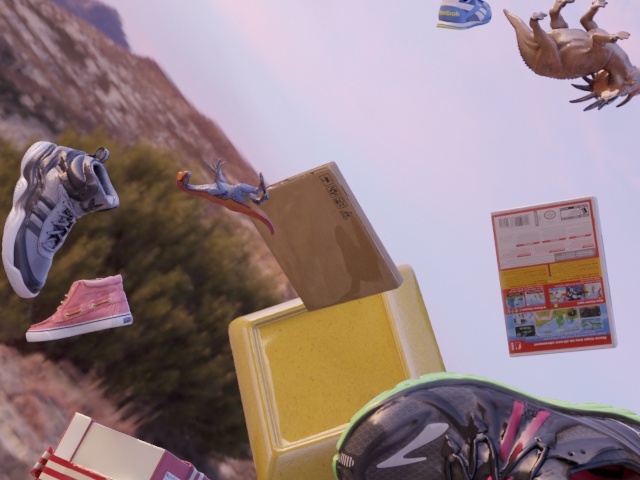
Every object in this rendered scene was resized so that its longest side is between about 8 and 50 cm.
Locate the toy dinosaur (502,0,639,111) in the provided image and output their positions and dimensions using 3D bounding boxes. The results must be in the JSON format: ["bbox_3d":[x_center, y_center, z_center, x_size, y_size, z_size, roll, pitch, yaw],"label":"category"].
[{"bbox_3d":[0.467,-0.338,1.796,0.295,0.127,0.200,15,-44,16],"label":"toy dinosaur"}]

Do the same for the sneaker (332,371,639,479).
[{"bbox_3d":[0.258,0.302,1.295,0.202,0.482,0.185,-89,-177,-69],"label":"sneaker"}]

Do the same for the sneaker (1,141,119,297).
[{"bbox_3d":[-0.419,-0.038,1.573,0.101,0.153,0.269,54,38,-66],"label":"sneaker"}]

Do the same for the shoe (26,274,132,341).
[{"bbox_3d":[-0.377,0.105,1.488,0.063,0.178,0.081,-3,81,-74],"label":"shoe"}]

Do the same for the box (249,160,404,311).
[{"bbox_3d":[0.000,0.000,1.342,0.164,0.021,0.201,-18,-66,34],"label":"box"}]

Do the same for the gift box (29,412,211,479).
[{"bbox_3d":[-0.366,0.473,1.663,0.258,0.276,0.255,12,-29,34],"label":"gift box"}]

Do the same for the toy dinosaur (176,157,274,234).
[{"bbox_3d":[-0.092,-0.045,0.904,0.047,0.082,0.090,76,3,-74],"label":"toy dinosaur"}]

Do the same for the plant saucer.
[{"bbox_3d":[0.022,0.207,1.510,0.081,0.332,0.333,60,13,-58],"label":"plant saucer"}]

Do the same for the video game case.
[{"bbox_3d":[0.439,0.070,1.830,0.025,0.204,0.285,5,78,-63],"label":"video game case"}]

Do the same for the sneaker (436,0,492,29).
[{"bbox_3d":[0.228,-0.363,1.498,0.053,0.144,0.059,10,-67,29],"label":"sneaker"}]
